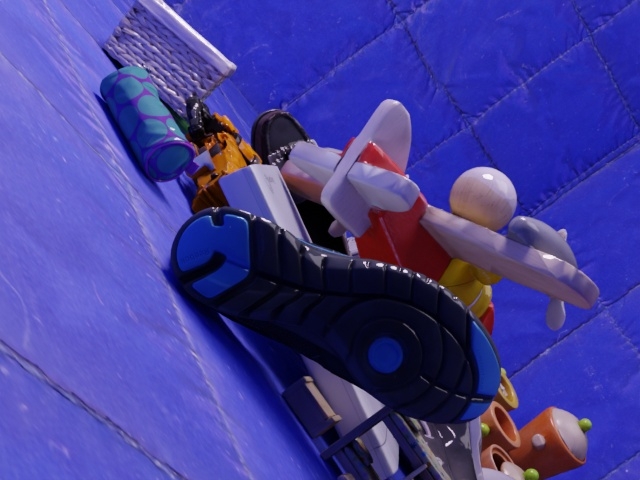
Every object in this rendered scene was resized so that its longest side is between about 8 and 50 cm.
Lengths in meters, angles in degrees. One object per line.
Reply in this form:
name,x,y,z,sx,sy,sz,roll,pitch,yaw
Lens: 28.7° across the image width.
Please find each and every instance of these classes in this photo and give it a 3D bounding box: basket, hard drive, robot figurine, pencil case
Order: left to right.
pencil case,-0.196,-0.134,1.421,0.070,0.064,0.152,23,27,-47
basket,-0.215,-0.262,1.776,0.167,0.103,0.113,41,5,-5
robot figurine,-0.118,-0.076,1.643,0.211,0.085,0.291,52,6,-25
hard drive,-0.005,0.083,1.400,0.233,0.047,0.353,-33,98,-85

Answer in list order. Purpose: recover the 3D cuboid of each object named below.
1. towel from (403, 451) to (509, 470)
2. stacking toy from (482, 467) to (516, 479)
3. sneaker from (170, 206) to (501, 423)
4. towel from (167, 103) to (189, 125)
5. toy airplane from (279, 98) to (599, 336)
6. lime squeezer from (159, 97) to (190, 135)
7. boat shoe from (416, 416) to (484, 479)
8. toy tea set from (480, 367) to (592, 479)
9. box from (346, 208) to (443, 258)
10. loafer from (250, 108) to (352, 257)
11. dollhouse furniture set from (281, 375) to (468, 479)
towel,0.199,0.289,1.750,0.324,0.056,0.312,58,18,-1
stacking toy,0.304,0.421,1.388,0.480,0.351,0.350,33,-8,35
sneaker,0.019,0.064,1.214,0.340,0.125,0.139,29,-4,-4
towel,-0.249,-0.246,1.956,0.148,0.027,0.110,51,6,-30
toy airplane,0.131,-0.018,1.534,0.386,0.272,0.384,49,-26,5
lime squeezer,-0.123,-0.093,1.854,0.310,0.059,0.110,37,-2,-30
boat shoe,0.137,0.294,1.367,0.335,0.095,0.112,-90,178,-54
toy tea set,0.294,0.287,1.733,0.200,0.124,0.336,52,21,-11
box,0.156,0.116,1.946,0.087,0.169,0.290,-62,134,-71
loafer,-0.010,-0.048,1.808,0.095,0.109,0.303,4,-65,62
dollhouse furniture set,0.047,0.191,1.190,0.182,0.101,0.161,54,5,10
